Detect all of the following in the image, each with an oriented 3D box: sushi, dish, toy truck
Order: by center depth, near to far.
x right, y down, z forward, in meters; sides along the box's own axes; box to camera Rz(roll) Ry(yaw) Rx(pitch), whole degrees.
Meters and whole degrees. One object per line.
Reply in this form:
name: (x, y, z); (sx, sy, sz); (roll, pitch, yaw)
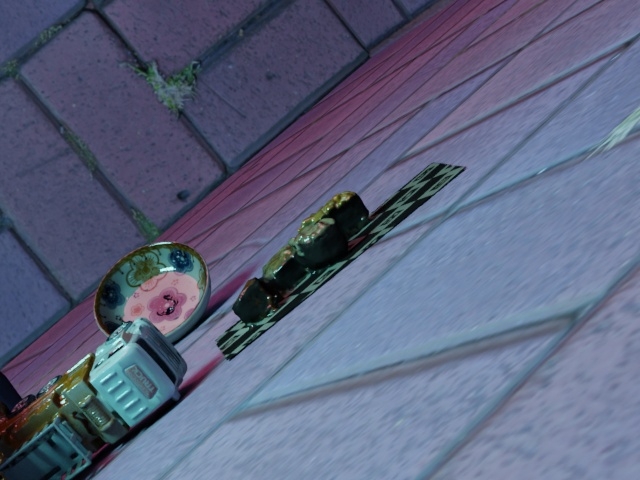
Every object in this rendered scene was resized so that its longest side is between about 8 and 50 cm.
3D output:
toy truck: (-0.205, 0.155, 1.533); (0.178, 0.080, 0.115); (-39, 11, 10)
sushi: (0.000, 0.000, 1.614); (0.279, 0.043, 0.192); (-39, 6, -2)
dish: (-0.178, 0.079, 1.963); (0.141, 0.078, 0.141); (-12, 49, 14)

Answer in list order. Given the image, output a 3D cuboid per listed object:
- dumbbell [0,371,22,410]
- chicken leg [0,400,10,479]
dumbbell: (-0.515, 0.276, 2.155); (0.316, 0.156, 0.143); (-39, -24, 0)
chicken leg: (-0.306, 0.208, 1.747); (0.053, 0.093, 0.205); (-2, -5, -27)
